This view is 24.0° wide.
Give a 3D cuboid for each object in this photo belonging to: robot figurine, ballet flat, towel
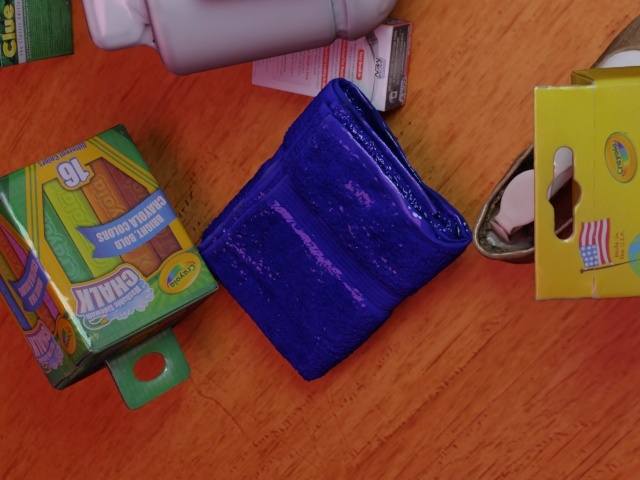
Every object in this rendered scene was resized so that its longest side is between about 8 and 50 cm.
[{"bbox_3d":[-0.063,-0.281,1.494,0.353,0.300,0.200,-12,107,-3],"label":"robot figurine"},{"bbox_3d":[0.260,-0.096,1.463,0.116,0.124,0.342,49,121,11],"label":"ballet flat"},{"bbox_3d":[0.000,0.000,1.635,0.228,0.076,0.308,52,133,9],"label":"towel"}]

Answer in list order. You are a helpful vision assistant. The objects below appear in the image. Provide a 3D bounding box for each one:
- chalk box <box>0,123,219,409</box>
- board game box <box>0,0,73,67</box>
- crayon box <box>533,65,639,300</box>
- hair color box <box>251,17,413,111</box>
[{"bbox_3d":[-0.251,0.049,1.735,0.289,0.180,0.179,58,150,5],"label":"chalk box"},{"bbox_3d":[-0.343,-0.337,1.741,0.030,0.136,0.260,7,106,27],"label":"board game box"},{"bbox_3d":[0.341,-0.059,1.359,0.318,0.081,0.202,-3,104,-5],"label":"crayon box"},{"bbox_3d":[0.011,-0.201,1.621,0.167,0.053,0.093,15,111,28],"label":"hair color box"}]
